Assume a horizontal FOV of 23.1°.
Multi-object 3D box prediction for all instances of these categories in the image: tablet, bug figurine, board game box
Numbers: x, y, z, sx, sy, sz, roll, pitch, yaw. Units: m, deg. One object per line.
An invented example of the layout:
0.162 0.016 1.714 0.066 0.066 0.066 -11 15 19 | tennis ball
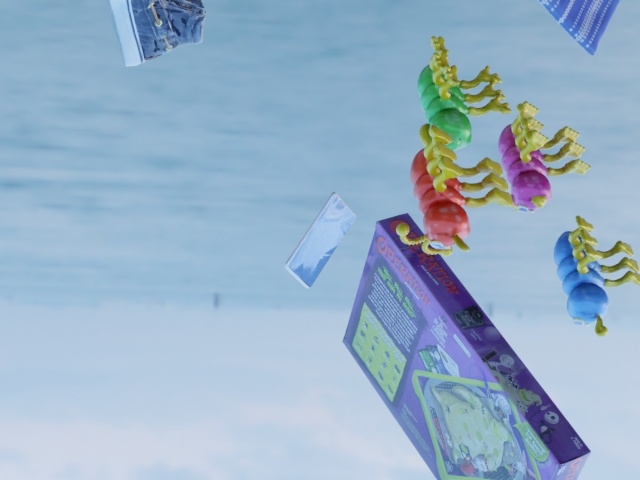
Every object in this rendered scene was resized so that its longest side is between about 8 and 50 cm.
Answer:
0.000 0.000 1.437 0.006 0.083 0.054 27 169 34 | tablet
0.152 -0.042 1.299 0.072 0.216 0.279 -33 138 31 | bug figurine
0.143 0.161 1.662 0.056 0.347 0.208 -19 144 -24 | board game box

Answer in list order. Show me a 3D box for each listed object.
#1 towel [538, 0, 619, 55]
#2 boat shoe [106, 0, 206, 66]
0.313 -0.448 2.150 0.336 0.243 0.040 45 142 -19 | towel
-0.154 -0.235 1.405 0.083 0.065 0.183 -18 148 -8 | boat shoe
